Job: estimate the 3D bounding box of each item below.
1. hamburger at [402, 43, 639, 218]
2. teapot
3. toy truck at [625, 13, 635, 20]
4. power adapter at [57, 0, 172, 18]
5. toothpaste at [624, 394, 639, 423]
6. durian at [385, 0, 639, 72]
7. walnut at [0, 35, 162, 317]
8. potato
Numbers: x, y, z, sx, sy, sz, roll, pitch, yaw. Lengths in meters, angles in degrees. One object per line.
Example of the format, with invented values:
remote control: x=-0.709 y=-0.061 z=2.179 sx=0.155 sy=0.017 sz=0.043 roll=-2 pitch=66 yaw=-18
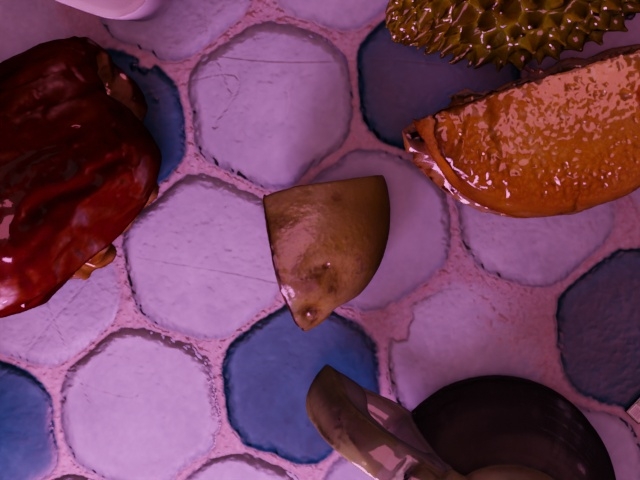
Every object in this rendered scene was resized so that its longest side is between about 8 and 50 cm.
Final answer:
hamburger: x=0.228 y=-0.099 z=1.588 sx=0.283 sy=0.144 sz=0.156 roll=-17 pitch=104 yaw=6
teapot: x=0.156 y=0.228 z=1.572 sx=0.239 sy=0.239 sz=0.321 roll=-29 pitch=92 yaw=4
toy truck: x=0.278 y=-0.234 z=1.621 sx=0.083 sy=0.039 sz=0.044 roll=-20 pitch=80 yaw=7
power adapter: x=-0.190 y=-0.306 z=1.534 sx=0.124 sy=0.255 sz=0.187 roll=19 pitch=96 yaw=-1
toothpaste: x=0.349 y=0.153 z=1.664 sx=0.020 sy=0.017 sz=0.083 roll=44 pitch=96 yaw=1
durian: x=0.225 y=-0.274 z=1.546 sx=0.355 sy=0.169 sz=0.157 roll=-20 pitch=117 yaw=7
walnut: x=-0.271 y=-0.051 z=1.597 sx=0.269 sy=0.222 sz=0.244 roll=-37 pitch=124 yaw=-2
potato: x=0.017 y=0.012 z=1.612 sx=0.120 sy=0.081 sz=0.149 roll=-13 pitch=94 yaw=8
